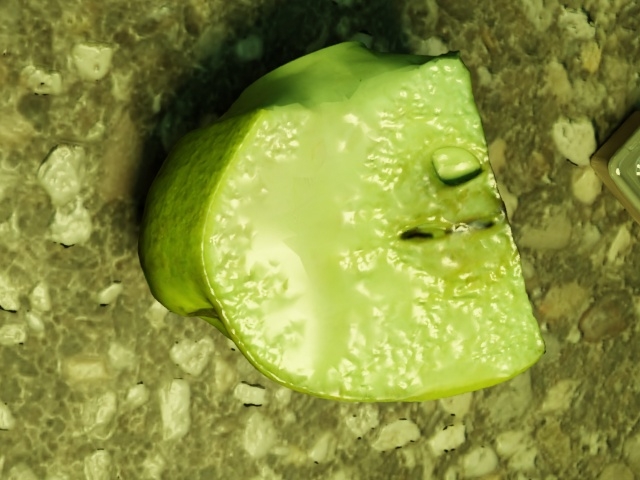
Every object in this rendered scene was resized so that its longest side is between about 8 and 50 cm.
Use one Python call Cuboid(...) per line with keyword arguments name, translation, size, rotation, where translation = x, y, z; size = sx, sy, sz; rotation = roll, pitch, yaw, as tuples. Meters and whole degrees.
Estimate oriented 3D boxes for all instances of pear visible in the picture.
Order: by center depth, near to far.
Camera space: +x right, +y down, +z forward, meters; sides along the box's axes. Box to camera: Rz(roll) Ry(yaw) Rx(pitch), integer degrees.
Cuboid(name="pear", translation=(0.000, 0.000, 1.132), size=(0.282, 0.176, 0.286), rotation=(-20, 100, -15))

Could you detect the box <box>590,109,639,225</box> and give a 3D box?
Cuboid(name="box", translation=(0.304, -0.057, 1.292), size=(0.089, 0.062, 0.122), rotation=(-47, 111, -8))
